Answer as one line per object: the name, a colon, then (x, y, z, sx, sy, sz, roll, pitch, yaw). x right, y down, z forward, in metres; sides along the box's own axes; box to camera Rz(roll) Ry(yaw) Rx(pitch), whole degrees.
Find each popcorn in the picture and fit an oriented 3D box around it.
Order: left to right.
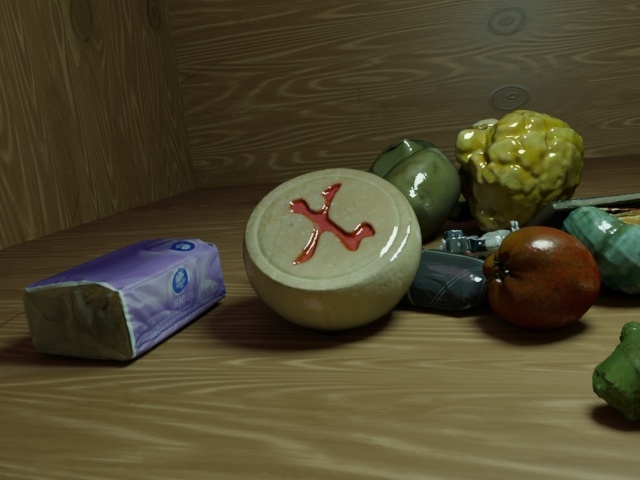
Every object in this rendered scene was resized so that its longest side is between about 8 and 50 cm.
popcorn: (0.574, -0.195, 1.559, 0.389, 0.345, 0.354, -4, 6, -26)

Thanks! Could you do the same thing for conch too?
conch: (0.551, 0.023, 1.030, 0.277, 0.196, 0.220, -25, -19, 29)

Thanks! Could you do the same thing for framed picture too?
framed picture: (0.719, -0.069, 1.406, 0.334, 0.022, 0.247, -6, -16, 0)

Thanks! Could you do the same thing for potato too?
potato: (0.275, -0.123, 1.577, 0.326, 0.221, 0.243, -40, -1, -30)

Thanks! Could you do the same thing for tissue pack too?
tissue pack: (-0.383, 0.106, 1.111, 0.242, 0.160, 0.338, -2, 12, 20)

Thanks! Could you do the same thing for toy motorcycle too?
toy motorcycle: (0.399, 0.011, 1.315, 0.221, 0.102, 0.150, -4, -8, -3)

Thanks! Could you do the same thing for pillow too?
pillow: (0.225, 0.067, 1.099, 0.334, 0.093, 0.161, 10, 33, 36)

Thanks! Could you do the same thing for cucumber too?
cucumber: (0.536, -0.120, 1.883, 0.243, 0.063, 0.115, -14, 6, -31)

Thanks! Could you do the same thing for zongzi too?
zongzi: (0.253, -0.191, 1.926, 0.393, 0.174, 0.356, -47, -15, 27)

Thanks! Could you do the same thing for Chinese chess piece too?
Chinese chess piece: (0.022, 0.012, 1.038, 0.337, 0.141, 0.338, -7, 47, 7)

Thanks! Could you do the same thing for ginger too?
ginger: (0.460, 0.149, 0.598, 0.289, 0.137, 0.089, 4, -14, 28)

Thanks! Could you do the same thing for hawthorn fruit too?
hawthorn fruit: (0.369, 0.063, 0.917, 0.189, 0.189, 0.189, -6, 12, 1)

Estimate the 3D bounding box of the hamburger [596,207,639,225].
hamburger: (0.658, -0.006, 1.226, 0.230, 0.107, 0.231, -4, 15, 1)
